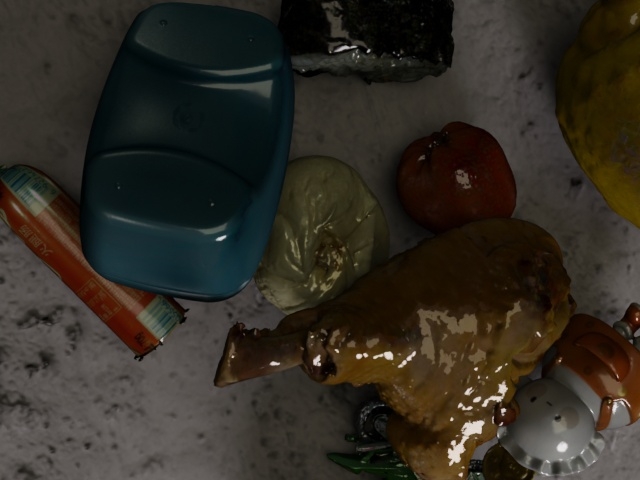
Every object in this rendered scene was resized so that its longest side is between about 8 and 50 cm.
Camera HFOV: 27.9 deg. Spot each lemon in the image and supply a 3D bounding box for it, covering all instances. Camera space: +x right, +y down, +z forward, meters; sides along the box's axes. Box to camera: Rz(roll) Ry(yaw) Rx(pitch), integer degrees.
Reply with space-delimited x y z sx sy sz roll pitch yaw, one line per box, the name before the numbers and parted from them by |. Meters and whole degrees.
lemon | 0.415 -0.142 1.458 0.316 0.285 0.285 21 83 -34

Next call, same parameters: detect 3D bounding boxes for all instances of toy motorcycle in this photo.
toy motorcycle | 0.107 0.258 1.464 0.190 0.074 0.106 35 89 -12

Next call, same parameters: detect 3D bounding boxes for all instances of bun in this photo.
bun | 0.000 0.000 1.414 0.164 0.111 0.188 18 81 -20

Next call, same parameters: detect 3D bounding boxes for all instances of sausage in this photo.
sausage | -0.256 0.009 1.366 0.083 0.083 0.264 -45 98 -12

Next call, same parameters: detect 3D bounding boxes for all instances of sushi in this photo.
sushi | 0.044 -0.238 1.428 0.212 0.147 0.115 -1 83 -32

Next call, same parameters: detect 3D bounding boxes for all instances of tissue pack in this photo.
tissue pack | -0.134 -0.080 1.316 0.198 0.206 0.287 9 62 -1

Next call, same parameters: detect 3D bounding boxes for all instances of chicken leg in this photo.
chicken leg | 0.088 0.136 1.337 0.409 0.182 0.295 -8 102 -26

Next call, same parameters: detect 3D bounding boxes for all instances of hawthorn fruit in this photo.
hawthorn fruit | 0.157 -0.061 1.456 0.133 0.133 0.138 -38 114 -13

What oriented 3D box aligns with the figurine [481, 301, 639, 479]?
figurine | 0.290 0.184 1.480 0.143 0.143 0.271 40 90 -11
